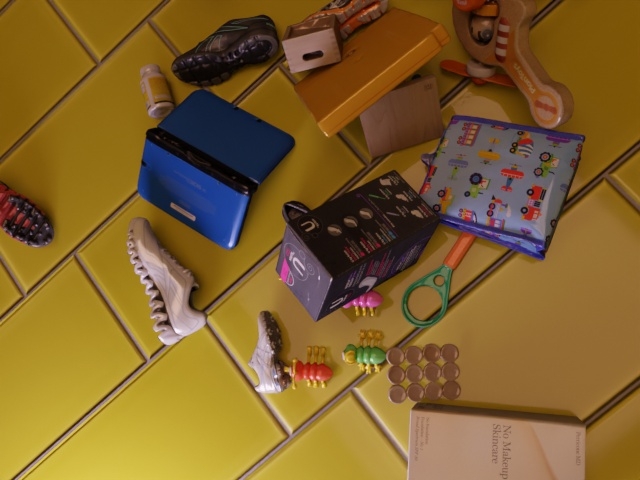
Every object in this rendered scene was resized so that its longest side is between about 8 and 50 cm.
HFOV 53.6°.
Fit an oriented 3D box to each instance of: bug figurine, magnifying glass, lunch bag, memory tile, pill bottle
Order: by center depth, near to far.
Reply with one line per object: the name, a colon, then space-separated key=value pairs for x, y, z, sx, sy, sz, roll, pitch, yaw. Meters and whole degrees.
lunch bag: x=0.331 y=-0.120 z=1.244 sx=0.293 sy=0.138 sz=0.221 roll=20 pitch=84 yaw=21
memory tile: x=0.205 y=0.264 z=1.262 sx=0.147 sy=0.012 sz=0.113 roll=-3 pitch=84 yaw=-4
bug figurine: x=0.025 y=0.173 z=1.285 sx=0.216 sy=0.072 sz=0.279 roll=-2 pitch=94 yaw=8
magnifying glass: x=0.248 y=0.074 z=1.295 sx=0.092 sy=0.026 sz=0.231 roll=33 pitch=94 yaw=17
pill bottle: x=-0.388 y=-0.353 z=1.494 sx=0.065 sy=0.065 sz=0.116 roll=-20 pitch=78 yaw=11

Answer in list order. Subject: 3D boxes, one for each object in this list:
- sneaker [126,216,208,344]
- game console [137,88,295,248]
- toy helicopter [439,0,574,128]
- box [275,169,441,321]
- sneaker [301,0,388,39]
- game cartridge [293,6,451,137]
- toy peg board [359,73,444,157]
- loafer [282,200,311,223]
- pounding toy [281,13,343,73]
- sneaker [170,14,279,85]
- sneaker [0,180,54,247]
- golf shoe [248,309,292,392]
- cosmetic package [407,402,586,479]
sneaker: x=-0.341 y=0.078 z=1.412 sx=0.118 sy=0.110 sz=0.292 roll=-22 pitch=86 yaw=3
game console: x=-0.243 y=-0.167 z=1.452 sx=0.293 sy=0.173 sz=0.250 roll=30 pitch=122 yaw=17
toy helicopter: x=0.358 y=-0.352 z=1.224 sx=0.140 sy=0.235 sz=0.355 roll=-18 pitch=67 yaw=-23
box: x=0.068 y=0.007 z=1.208 sx=0.270 sy=0.165 sz=0.143 roll=-27 pitch=65 yaw=-29
sneaker: x=0.047 y=-0.503 z=1.403 sx=0.214 sy=0.084 sz=0.083 roll=-19 pitch=49 yaw=17
game cartridge: x=0.089 y=-0.343 z=1.262 sx=0.285 sy=0.324 sz=0.053 roll=-37 pitch=117 yaw=8
toy peg board: x=0.158 y=-0.273 z=1.304 sx=0.160 sy=0.161 sz=0.079 roll=-17 pitch=52 yaw=5
loafer: x=0.000 y=0.000 z=1.338 sx=0.223 sy=0.078 sz=0.076 roll=44 pitch=95 yaw=15
pounding toy: x=-0.025 y=-0.409 z=1.360 sx=0.141 sy=0.130 sz=0.100 roll=-11 pitch=123 yaw=12
sneaker: x=-0.219 y=-0.439 z=1.462 sx=0.267 sy=0.101 sz=0.106 roll=-14 pitch=57 yaw=13
sneaker: x=-0.763 y=-0.079 z=1.541 sx=0.276 sy=0.135 sz=0.098 roll=35 pitch=79 yaw=-7
golf shoe: x=-0.123 y=0.239 z=1.347 sx=0.086 sy=0.069 sz=0.176 roll=-16 pitch=77 yaw=19
cosmetic package: x=0.324 y=0.400 z=1.184 sx=0.309 sy=0.113 sz=0.160 roll=0 pitch=83 yaw=16
